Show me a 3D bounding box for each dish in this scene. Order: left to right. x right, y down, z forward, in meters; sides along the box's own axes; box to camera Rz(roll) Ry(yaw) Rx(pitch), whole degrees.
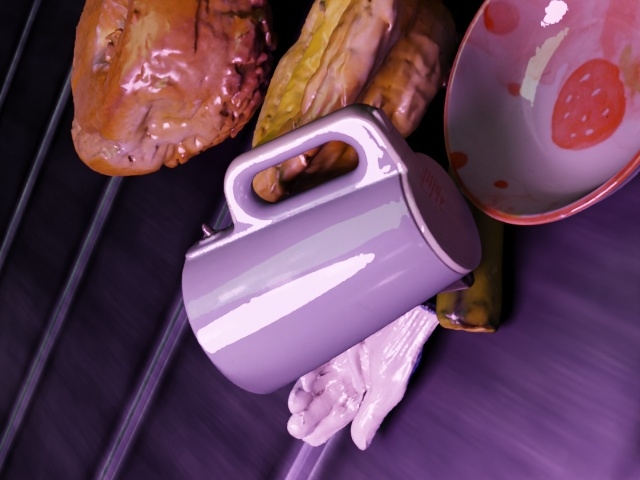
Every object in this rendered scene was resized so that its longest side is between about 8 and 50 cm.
[{"bbox_3d":[0.226,-0.131,0.857,0.260,0.085,0.260,-26,56,47],"label":"dish"}]

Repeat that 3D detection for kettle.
[{"bbox_3d":[0.000,0.000,0.899,0.243,0.210,0.160,-30,13,27],"label":"kettle"}]

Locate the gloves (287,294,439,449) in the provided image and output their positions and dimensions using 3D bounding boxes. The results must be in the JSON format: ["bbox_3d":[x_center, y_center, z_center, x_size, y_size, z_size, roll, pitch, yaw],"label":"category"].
[{"bbox_3d":[0.047,0.122,1.007,0.229,0.097,0.119,-49,62,17],"label":"gloves"}]

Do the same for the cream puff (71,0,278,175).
[{"bbox_3d":[-0.192,-0.240,1.344,0.327,0.231,0.343,33,108,55],"label":"cream puff"}]

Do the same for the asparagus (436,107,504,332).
[{"bbox_3d":[0.149,-0.047,0.953,0.067,0.060,0.278,5,74,10],"label":"asparagus"}]

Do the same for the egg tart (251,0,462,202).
[{"bbox_3d":[0.034,-0.167,1.042,0.345,0.132,0.345,-55,16,24],"label":"egg tart"}]
